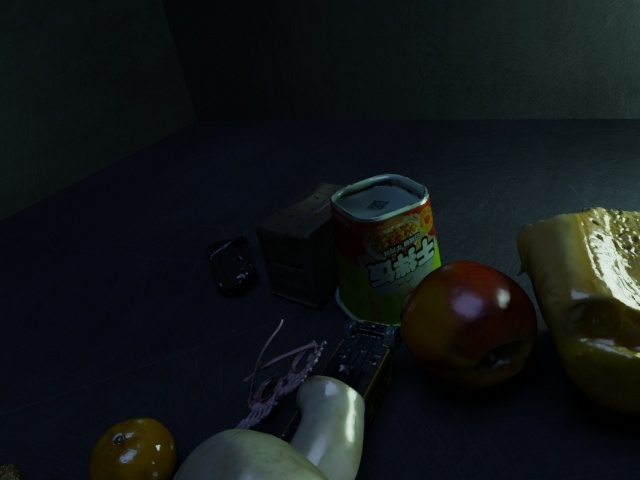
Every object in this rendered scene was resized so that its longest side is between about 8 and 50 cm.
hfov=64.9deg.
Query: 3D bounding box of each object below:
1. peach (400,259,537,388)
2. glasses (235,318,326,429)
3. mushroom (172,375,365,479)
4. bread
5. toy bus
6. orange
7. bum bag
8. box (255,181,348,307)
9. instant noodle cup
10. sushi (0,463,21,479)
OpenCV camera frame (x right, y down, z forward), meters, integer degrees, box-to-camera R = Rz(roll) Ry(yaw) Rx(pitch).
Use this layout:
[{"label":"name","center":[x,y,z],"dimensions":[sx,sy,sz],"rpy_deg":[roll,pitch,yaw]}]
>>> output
[{"label":"peach","center":[0.287,0.158,1.004],"dimensions":[0.280,0.238,0.281],"rpy_deg":[-10,30,6]},{"label":"glasses","center":[-0.090,0.266,1.007],"dimensions":[0.255,0.095,0.162],"rpy_deg":[-46,17,13]},{"label":"mushroom","center":[-0.071,0.365,0.668],"dimensions":[0.315,0.315,0.356],"rpy_deg":[-15,50,-6]},{"label":"bread","center":[0.562,0.140,0.932],"dimensions":[0.360,0.250,0.394],"rpy_deg":[7,37,8]},{"label":"toy bus","center":[0.055,0.291,0.971],"dimensions":[0.121,0.123,0.335],"rpy_deg":[5,33,29]},{"label":"orange","center":[-0.345,0.400,0.923],"dimensions":[0.156,0.124,0.156],"rpy_deg":[-10,26,5]},{"label":"bum bag","center":[-0.270,0.059,1.538],"dimensions":[0.142,0.080,0.326],"rpy_deg":[-21,31,-10]},{"label":"box","center":[0.000,0.000,1.395],"dimensions":[0.190,0.225,0.297],"rpy_deg":[14,37,37]},{"label":"instant noodle cup","center":[0.157,0.023,1.216],"dimensions":[0.293,0.308,0.294],"rpy_deg":[-9,29,5]},{"label":"sushi","center":[-0.611,0.462,0.971],"dimensions":[0.118,0.061,0.060],"rpy_deg":[17,66,30]}]
